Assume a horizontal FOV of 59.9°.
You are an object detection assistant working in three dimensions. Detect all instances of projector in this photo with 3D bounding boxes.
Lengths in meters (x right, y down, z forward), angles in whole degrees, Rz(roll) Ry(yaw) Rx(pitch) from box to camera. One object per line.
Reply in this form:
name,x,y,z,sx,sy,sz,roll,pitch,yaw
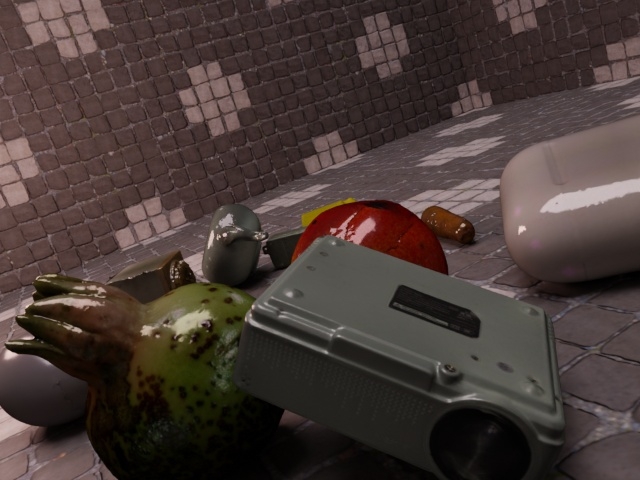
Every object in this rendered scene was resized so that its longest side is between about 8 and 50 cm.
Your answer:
projector,0.076,0.094,0.496,0.256,0.099,0.192,20,26,12

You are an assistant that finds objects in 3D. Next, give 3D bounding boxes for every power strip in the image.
power strip,0.000,-0.001,1.267,0.272,0.078,0.052,-15,13,18

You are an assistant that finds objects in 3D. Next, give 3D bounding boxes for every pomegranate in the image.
pomegranate,0.052,0.058,0.708,0.235,0.210,0.210,-45,22,-19
pomegranate,-0.167,0.131,0.587,0.222,0.276,0.204,-57,-2,-8

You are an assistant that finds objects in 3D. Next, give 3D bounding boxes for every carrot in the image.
carrot,0.248,-0.032,1.096,0.060,0.060,0.186,-21,14,-7

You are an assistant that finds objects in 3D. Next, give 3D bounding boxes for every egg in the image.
egg,-0.411,0.208,0.847,0.198,0.147,0.146,2,24,40

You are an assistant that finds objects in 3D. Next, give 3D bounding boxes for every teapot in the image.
teapot,-0.197,0.014,1.275,0.129,0.193,0.294,13,-17,-8

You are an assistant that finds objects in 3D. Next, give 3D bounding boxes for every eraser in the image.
eraser,0.034,-0.042,1.405,0.157,0.069,0.226,-17,14,2

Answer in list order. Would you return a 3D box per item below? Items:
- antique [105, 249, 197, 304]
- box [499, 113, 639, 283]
antique,-0.325,0.114,1.115,0.147,0.147,0.152,-16,13,3
box,0.428,-0.071,0.763,0.348,0.141,0.289,-14,28,22
